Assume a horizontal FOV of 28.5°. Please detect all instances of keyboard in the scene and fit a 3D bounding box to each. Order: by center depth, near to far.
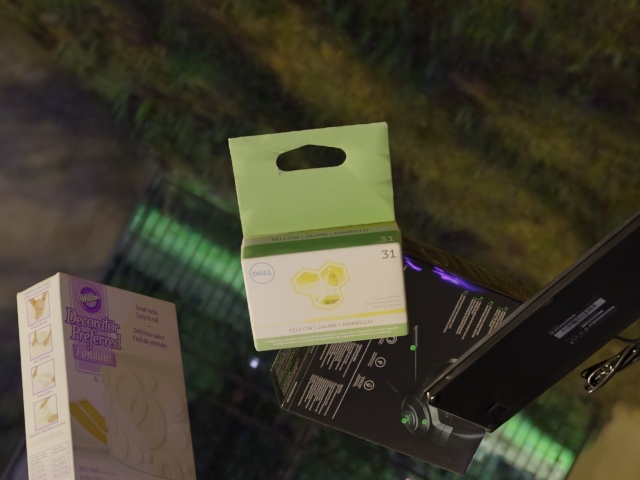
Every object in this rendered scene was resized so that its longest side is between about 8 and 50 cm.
[{"bbox_3d":[0.257,0.075,1.177,0.201,0.317,0.033,28,-151,-42],"label":"keyboard"}]

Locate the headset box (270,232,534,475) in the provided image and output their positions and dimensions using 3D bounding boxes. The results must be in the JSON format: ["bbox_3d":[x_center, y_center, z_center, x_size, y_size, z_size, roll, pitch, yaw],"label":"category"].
[{"bbox_3d":[0.117,0.133,1.607,0.283,0.246,0.131,21,-168,-13],"label":"headset box"}]

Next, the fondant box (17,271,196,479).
[{"bbox_3d":[-0.303,0.232,1.804,0.096,0.330,0.238,-26,152,30],"label":"fondant box"}]

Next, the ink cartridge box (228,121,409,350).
[{"bbox_3d":[0.000,0.000,1.325,0.171,0.235,0.056,-6,-148,2],"label":"ink cartridge box"}]
